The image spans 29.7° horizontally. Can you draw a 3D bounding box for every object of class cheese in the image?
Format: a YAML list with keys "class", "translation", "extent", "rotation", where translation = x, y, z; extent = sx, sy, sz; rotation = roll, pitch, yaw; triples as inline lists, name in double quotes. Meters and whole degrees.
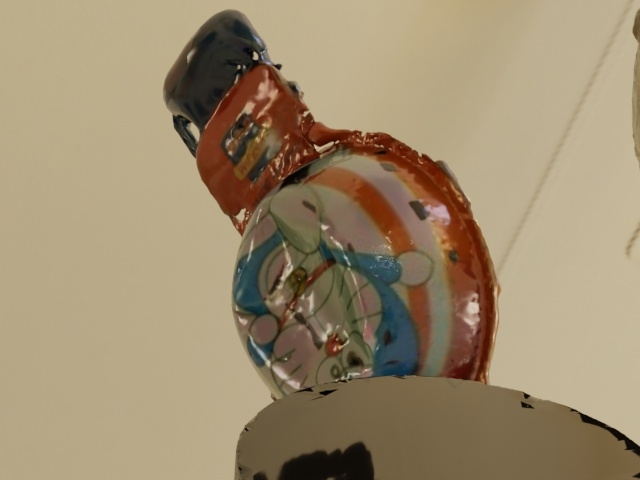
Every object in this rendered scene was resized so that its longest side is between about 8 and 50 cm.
- class: "cheese"
  translation: [0.000, 0.000, 0.763]
  extent: [0.129, 0.329, 0.217]
  rotation: [-8, -33, -47]

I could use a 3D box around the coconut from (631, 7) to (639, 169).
- class: "coconut"
  translation: [0.259, -0.084, 0.674]
  extent: [0.194, 0.194, 0.194]
  rotation: [-10, -51, -13]

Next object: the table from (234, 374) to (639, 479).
- class: "table"
  translation: [0.039, 0.086, 0.373]
  extent: [0.133, 0.133, 0.043]
  rotation: [-2, -74, -20]
